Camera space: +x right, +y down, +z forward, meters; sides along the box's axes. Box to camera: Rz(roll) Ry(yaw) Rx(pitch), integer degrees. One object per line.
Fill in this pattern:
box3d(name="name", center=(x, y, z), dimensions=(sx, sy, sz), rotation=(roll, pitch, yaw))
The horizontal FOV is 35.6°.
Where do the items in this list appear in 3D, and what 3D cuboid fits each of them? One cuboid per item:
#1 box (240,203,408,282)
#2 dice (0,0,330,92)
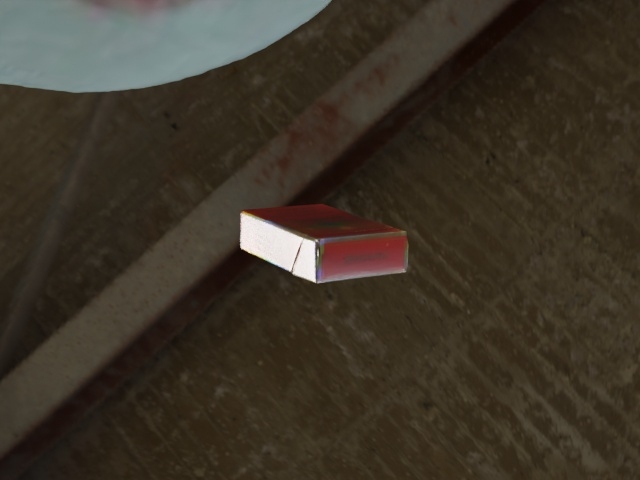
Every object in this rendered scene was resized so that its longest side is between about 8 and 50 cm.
box3d(name="box", center=(0.000, 0.001, 1.071), dimensions=(0.175, 0.112, 0.048), rotation=(22, -67, 58))
box3d(name="dice", center=(-0.119, -0.254, 0.538), dimensions=(0.268, 0.264, 0.262), rotation=(-33, -111, 40))
